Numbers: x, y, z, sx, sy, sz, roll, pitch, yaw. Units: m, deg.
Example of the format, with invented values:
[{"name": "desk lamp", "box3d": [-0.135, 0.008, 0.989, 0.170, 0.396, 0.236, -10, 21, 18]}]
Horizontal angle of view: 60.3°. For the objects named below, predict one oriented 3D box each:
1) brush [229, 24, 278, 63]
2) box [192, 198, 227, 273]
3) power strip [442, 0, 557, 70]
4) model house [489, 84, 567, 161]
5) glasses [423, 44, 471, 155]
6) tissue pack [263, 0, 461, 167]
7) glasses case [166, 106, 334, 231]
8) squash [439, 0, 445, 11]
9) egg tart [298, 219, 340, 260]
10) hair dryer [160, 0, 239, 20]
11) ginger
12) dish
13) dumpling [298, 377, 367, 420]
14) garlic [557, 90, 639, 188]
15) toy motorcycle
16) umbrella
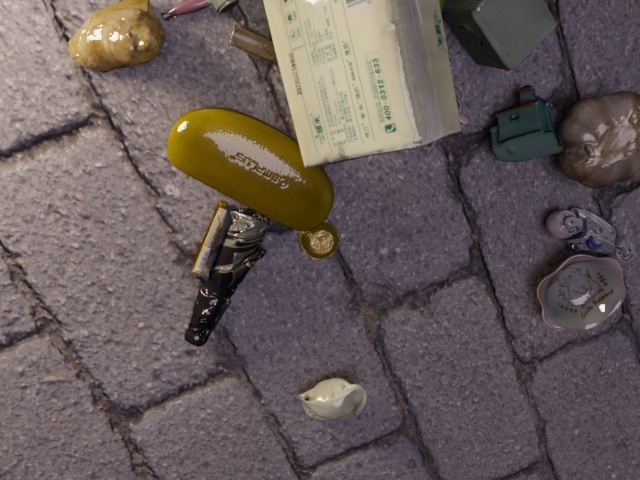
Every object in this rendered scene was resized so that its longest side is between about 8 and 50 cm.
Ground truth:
[{"name": "brush", "box3d": [-0.072, -0.386, 1.166, 0.247, 0.036, 0.043, 16, 107, -21]}, {"name": "box", "box3d": [-0.243, -0.010, 1.218, 0.022, 0.089, 0.156, 22, 100, -17]}, {"name": "power strip", "box3d": [0.351, -0.482, 1.134, 0.139, 0.140, 0.224, -45, 118, 6]}, {"name": "model house", "box3d": [0.465, -0.271, 1.254, 0.119, 0.148, 0.149, 27, 59, -49]}, {"name": "glasses", "box3d": [0.229, -0.311, 1.209, 0.162, 0.095, 0.256, -18, 107, 4]}, {"name": "tissue pack", "box3d": [0.071, -0.345, 1.029, 0.207, 0.297, 0.381, -25, 107, -48]}, {"name": "glasses case", "box3d": [-0.134, -0.159, 1.164, 0.371, 0.141, 0.173, 27, 99, -17]}, {"name": "squash", "box3d": [0.207, -0.544, 1.111, 0.132, 0.132, 0.247, 17, 103, -14]}, {"name": "egg tart", "box3d": [0.000, 0.000, 1.288, 0.105, 0.039, 0.105, -3, 106, -11]}, {"name": "hair dryer", "box3d": [-0.251, -0.485, 1.098, 0.154, 0.054, 0.106, -32, 105, 5]}, {"name": "ginger", "box3d": [-0.399, -0.380, 1.070, 0.193, 0.123, 0.115, -24, 129, 4]}, {"name": "dish", "box3d": [0.655, 0.122, 1.414, 0.229, 0.081, 0.230, -1, 114, -2]}, {"name": "dumpling", "box3d": [0.042, 0.414, 1.389, 0.169, 0.100, 0.134, -26, 121, 0]}, {"name": "garlic", "box3d": [0.654, -0.232, 1.273, 0.227, 0.152, 0.228, -1, 113, -4]}, {"name": "toy motorcycle", "box3d": [0.680, -0.019, 1.379, 0.254, 0.112, 0.113, 22, 102, -14]}, {"name": "umbrella", "box3d": [-0.210, 0.093, 1.247, 0.106, 0.113, 0.358, 30, 106, 11]}]
